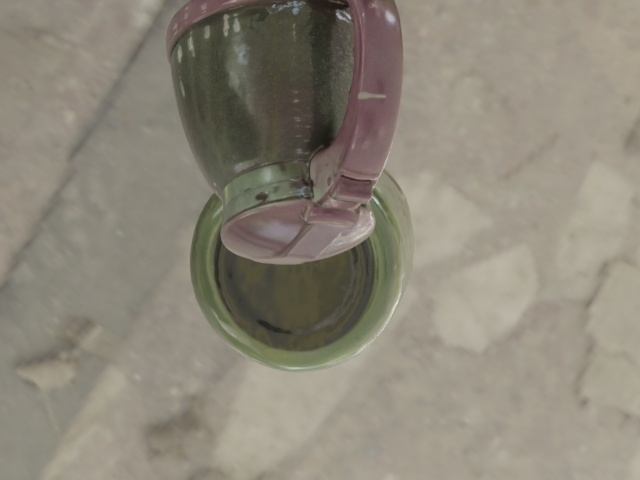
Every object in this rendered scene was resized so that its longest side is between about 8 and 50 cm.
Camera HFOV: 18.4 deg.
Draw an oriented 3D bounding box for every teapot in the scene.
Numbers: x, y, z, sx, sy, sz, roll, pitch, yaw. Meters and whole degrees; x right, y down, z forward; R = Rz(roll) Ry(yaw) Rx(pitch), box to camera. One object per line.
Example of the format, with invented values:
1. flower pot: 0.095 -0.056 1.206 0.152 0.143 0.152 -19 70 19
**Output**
1. teapot: -0.004 -0.063 1.005 0.116 0.148 0.146 26 52 -55

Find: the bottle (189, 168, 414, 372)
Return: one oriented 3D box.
1. bottle: 0.000 0.002 1.621 0.168 0.347 0.168 1 96 7
